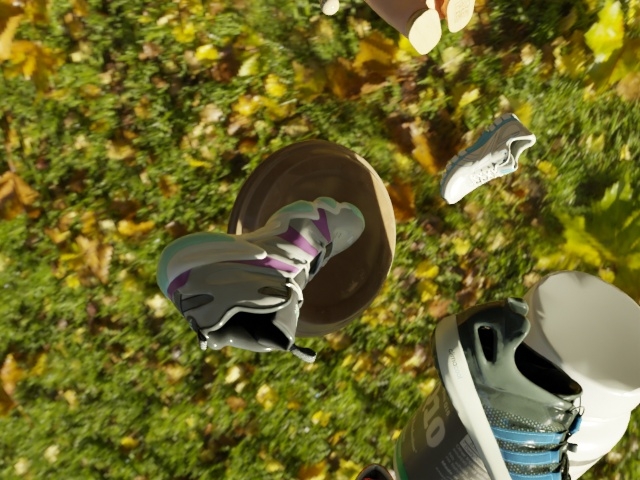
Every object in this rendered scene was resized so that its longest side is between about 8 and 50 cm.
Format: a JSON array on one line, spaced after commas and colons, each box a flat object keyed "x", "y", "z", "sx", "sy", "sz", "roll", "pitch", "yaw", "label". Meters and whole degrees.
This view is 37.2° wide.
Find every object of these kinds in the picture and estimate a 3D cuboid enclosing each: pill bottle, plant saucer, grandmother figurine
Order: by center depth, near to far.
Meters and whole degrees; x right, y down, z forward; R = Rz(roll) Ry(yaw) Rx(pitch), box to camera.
[{"x": 0.248, "y": 0.212, "z": 1.176, "sx": 0.204, "sy": 0.204, "sz": 0.361, "roll": 36, "pitch": 134, "yaw": 8, "label": "pill bottle"}, {"x": 0.000, "y": 0.000, "z": 1.313, "sx": 0.041, "sy": 0.278, "sz": 0.277, "roll": 9, "pitch": 114, "yaw": 56, "label": "plant saucer"}, {"x": 0.069, "y": -0.406, "z": 1.366, "sx": 0.342, "sy": 0.208, "sz": 0.104, "roll": 43, "pitch": 152, "yaw": 29, "label": "grandmother figurine"}]

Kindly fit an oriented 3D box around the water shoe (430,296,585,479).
[{"x": 0.152, "y": 0.134, "z": 0.666, "sx": 0.080, "sy": 0.073, "sz": 0.203, "roll": -26, "pitch": 108, "yaw": 20, "label": "water shoe"}]

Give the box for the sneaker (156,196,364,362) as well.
[{"x": -0.013, "y": 0.022, "z": 0.402, "sx": 0.069, "sy": 0.098, "sz": 0.038, "roll": 55, "pitch": 154, "yaw": 34, "label": "sneaker"}]

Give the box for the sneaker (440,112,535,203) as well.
[{"x": 0.283, "y": -0.129, "z": 1.602, "sx": 0.190, "sy": 0.071, "sz": 0.083, "roll": -47, "pitch": 50, "yaw": 2, "label": "sneaker"}]

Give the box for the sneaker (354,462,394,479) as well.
[{"x": 0.047, "y": 0.266, "z": 0.884, "sx": 0.042, "sy": 0.118, "sz": 0.067, "roll": 4, "pitch": 138, "yaw": -1, "label": "sneaker"}]
